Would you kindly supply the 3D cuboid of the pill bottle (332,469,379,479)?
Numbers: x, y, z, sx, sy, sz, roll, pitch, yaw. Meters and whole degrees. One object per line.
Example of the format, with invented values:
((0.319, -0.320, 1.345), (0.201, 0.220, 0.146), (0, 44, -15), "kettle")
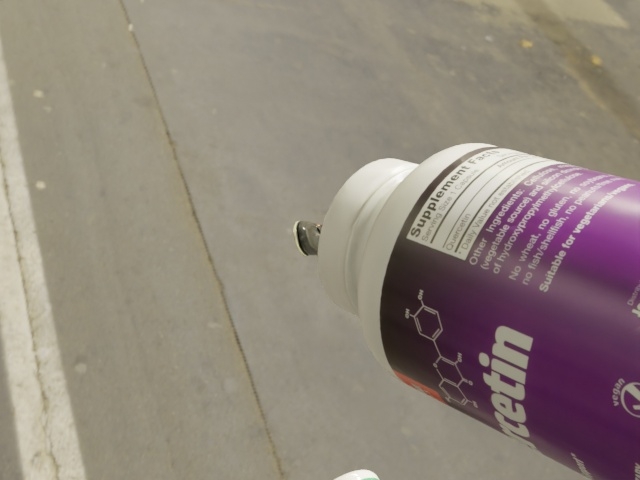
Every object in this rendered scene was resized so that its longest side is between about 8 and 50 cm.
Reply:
((0.074, 0.431, 1.160), (0.118, 0.117, 0.208), (-6, 46, -33), "pill bottle")

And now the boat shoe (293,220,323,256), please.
((0.000, -0.002, 1.127), (0.133, 0.042, 0.048), (21, 61, -68), "boat shoe")

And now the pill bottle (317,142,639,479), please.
((0.152, 0.042, 0.550), (0.182, 0.181, 0.323), (-18, 28, -41), "pill bottle")
